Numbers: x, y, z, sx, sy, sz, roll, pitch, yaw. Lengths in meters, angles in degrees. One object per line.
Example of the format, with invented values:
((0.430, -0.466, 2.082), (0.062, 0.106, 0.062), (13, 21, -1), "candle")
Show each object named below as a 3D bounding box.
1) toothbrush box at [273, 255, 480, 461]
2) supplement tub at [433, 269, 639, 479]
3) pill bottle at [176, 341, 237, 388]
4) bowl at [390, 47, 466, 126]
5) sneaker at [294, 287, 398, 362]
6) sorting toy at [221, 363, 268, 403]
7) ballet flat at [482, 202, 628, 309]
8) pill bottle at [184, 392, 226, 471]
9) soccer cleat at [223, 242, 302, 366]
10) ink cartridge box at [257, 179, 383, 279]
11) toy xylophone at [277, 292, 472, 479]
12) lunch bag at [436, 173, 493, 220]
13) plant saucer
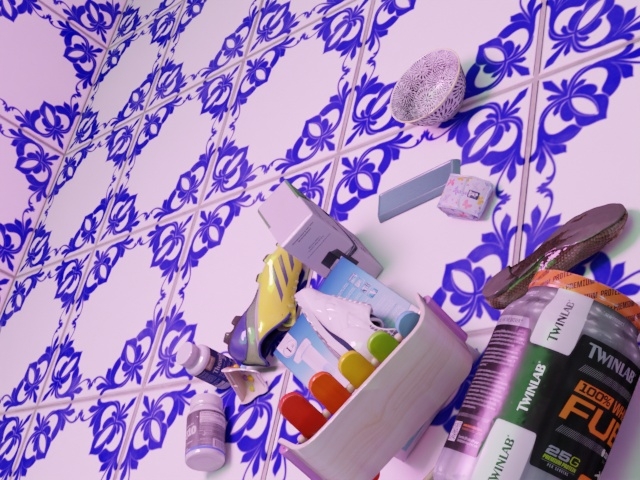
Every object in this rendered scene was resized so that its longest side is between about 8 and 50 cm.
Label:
((0.084, 0.187, 1.489), (0.216, 0.126, 0.295), (-55, 34, -1), "toothbrush box")
((0.290, 0.210, 1.163), (0.194, 0.194, 0.316), (10, 71, 53), "supplement tub")
((-0.231, 0.251, 1.823), (0.067, 0.120, 0.067), (-31, 42, 32), "pill bottle")
((0.224, -0.281, 1.744), (0.170, 0.080, 0.170), (-31, 41, 31), "bowl")
((0.040, 0.131, 1.422), (0.095, 0.090, 0.235), (-41, 37, -6), "sneaker")
((-0.138, 0.273, 1.746), (0.075, 0.083, 0.045), (-9, 26, 42), "sorting toy")
((0.359, 0.031, 1.357), (0.250, 0.058, 0.084), (-37, 17, 16), "ballet flat")
((-0.224, 0.373, 1.752), (0.078, 0.078, 0.137), (-35, 39, 28), "pill bottle")
((-0.085, 0.124, 1.805), (0.121, 0.093, 0.289), (19, 70, 24), "soccer cleat")
((0.000, 0.000, 1.675), (0.087, 0.208, 0.153), (-48, 36, 7), "ink cartridge box")
((0.103, 0.248, 1.299), (0.323, 0.236, 0.081), (-39, 21, -7), "toy xylophone")
((0.255, -0.076, 1.565), (0.083, 0.053, 0.071), (15, 75, 45), "lunch bag")
((0.182, -0.096, 1.700), (0.192, 0.018, 0.067), (-25, 45, 36), "plant saucer")
